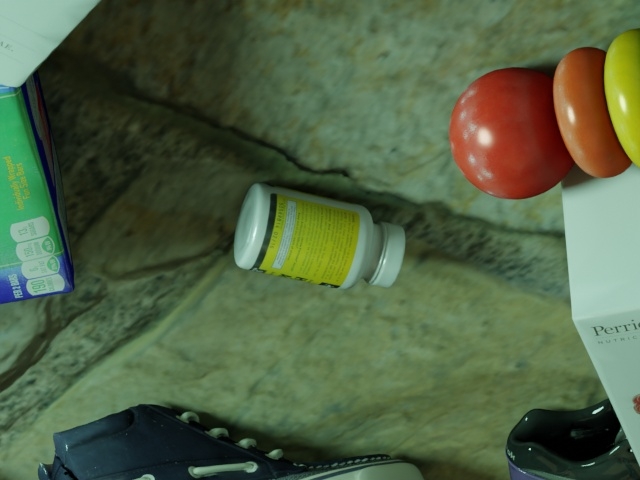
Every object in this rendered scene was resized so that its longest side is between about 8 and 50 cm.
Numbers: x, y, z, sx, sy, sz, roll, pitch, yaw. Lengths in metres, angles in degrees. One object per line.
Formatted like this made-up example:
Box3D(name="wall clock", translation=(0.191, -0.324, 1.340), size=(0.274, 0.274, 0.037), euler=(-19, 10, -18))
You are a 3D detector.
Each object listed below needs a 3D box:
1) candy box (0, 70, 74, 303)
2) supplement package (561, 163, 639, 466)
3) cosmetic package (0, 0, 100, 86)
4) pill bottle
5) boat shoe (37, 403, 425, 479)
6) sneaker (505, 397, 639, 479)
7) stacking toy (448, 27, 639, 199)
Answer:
Box3D(name="candy box", translation=(-0.341, -0.059, 1.289), size=(0.317, 0.122, 0.268), euler=(-9, 142, -2))
Box3D(name="supplement package", translation=(0.292, 0.051, 1.412), size=(0.177, 0.175, 0.293), euler=(-12, 140, 17))
Box3D(name="cosmetic package", translation=(-0.180, -0.215, 1.096), size=(0.151, 0.151, 0.184), euler=(24, 136, -29))
Box3D(name="pill bottle", translation=(0.000, 0.000, 1.440), size=(0.116, 0.065, 0.065), euler=(12, 141, -14))
Box3D(name="boat shoe", translation=(-0.075, 0.200, 1.671), size=(0.340, 0.158, 0.127), euler=(-9, 147, -36))
Box3D(name="sneaker", translation=(0.296, 0.182, 1.643), size=(0.283, 0.107, 0.124), euler=(-9, 135, 12))
Box3D(name="stacking toy", translation=(0.235, -0.096, 1.268), size=(0.330, 0.141, 0.141), euler=(-14, 140, 24))
